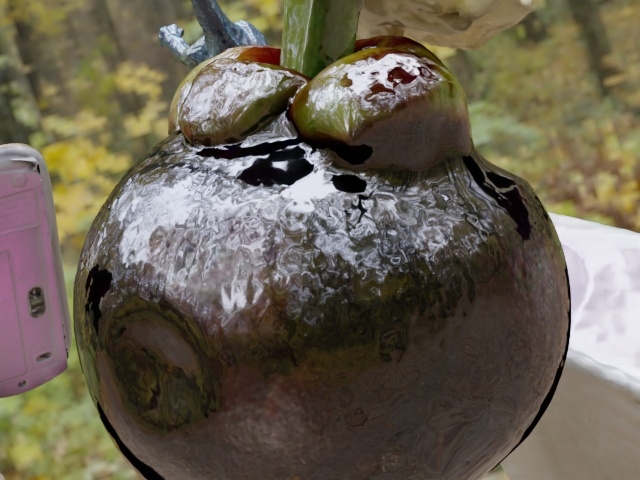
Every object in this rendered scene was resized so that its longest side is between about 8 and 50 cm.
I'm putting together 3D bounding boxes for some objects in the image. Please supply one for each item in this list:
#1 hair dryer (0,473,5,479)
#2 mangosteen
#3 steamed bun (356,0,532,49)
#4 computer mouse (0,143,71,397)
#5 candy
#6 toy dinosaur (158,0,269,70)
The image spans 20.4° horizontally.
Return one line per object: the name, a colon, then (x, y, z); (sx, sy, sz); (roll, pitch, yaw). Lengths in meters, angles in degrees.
hair dryer: (-0.167, 0.235, 1.220); (0.344, 0.189, 0.107); (-14, -2, 36)
mangosteen: (0.000, 0.000, 0.952); (0.275, 0.302, 0.275); (-1, 6, 0)
steamed bun: (0.000, -0.233, 1.090); (0.137, 0.295, 0.292); (-33, 28, 11)
computer mouse: (-0.358, 0.033, 1.973); (0.158, 0.310, 0.072); (-18, 34, -23)
candy: (0.252, 0.150, 1.368); (0.208, 0.358, 0.145); (11, 55, 43)
toy dinosaur: (-0.055, -0.127, 1.535); (0.076, 0.363, 0.147); (-41, 26, -10)
